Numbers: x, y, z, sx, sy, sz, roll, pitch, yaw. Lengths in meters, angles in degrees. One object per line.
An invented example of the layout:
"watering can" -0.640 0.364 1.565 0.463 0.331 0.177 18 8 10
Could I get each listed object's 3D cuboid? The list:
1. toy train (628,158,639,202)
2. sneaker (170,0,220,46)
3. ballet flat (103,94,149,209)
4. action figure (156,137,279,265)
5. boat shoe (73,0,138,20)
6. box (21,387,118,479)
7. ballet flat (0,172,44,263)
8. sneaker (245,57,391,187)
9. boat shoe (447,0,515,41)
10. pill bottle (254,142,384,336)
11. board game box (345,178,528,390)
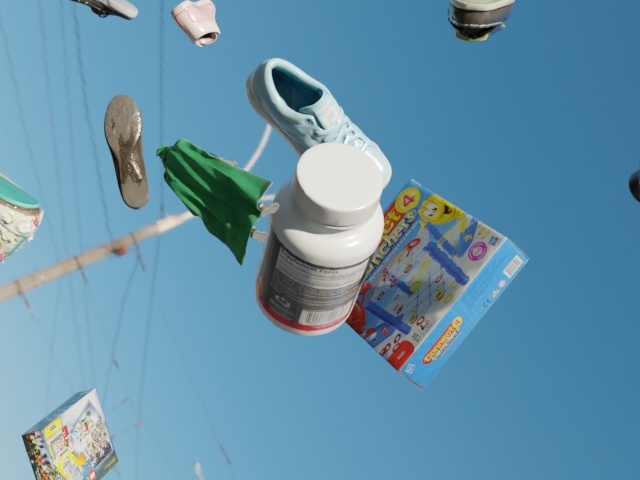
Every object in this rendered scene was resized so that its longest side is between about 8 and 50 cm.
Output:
"toy train" 0.545 -0.110 1.115 0.334 0.190 0.142 138 -32 -59
"sneaker" -0.185 -0.337 1.401 0.051 0.134 0.070 -37 -85 18
"ballet flat" -0.414 -0.189 1.939 0.058 0.084 0.250 161 -82 -81
"action figure" -0.163 -0.082 1.321 0.232 0.063 0.137 36 -67 28
"boat shoe" -0.372 -0.401 1.518 0.142 0.049 0.040 29 -67 13
"box" -0.465 0.392 1.686 0.233 0.044 0.159 -44 119 -77
"ballet flat" -0.380 -0.061 0.914 0.241 0.091 0.077 37 -74 26
"sneaker" 0.002 -0.229 1.822 0.366 0.135 0.150 36 -14 -6
"boat shoe" 0.199 -0.282 1.118 0.081 0.228 0.069 12 -66 10
"pill bottle" 0.000 0.000 1.409 0.176 0.176 0.319 51 -31 24
"board game box" 0.182 0.072 1.693 0.086 0.308 0.302 39 0 -39
